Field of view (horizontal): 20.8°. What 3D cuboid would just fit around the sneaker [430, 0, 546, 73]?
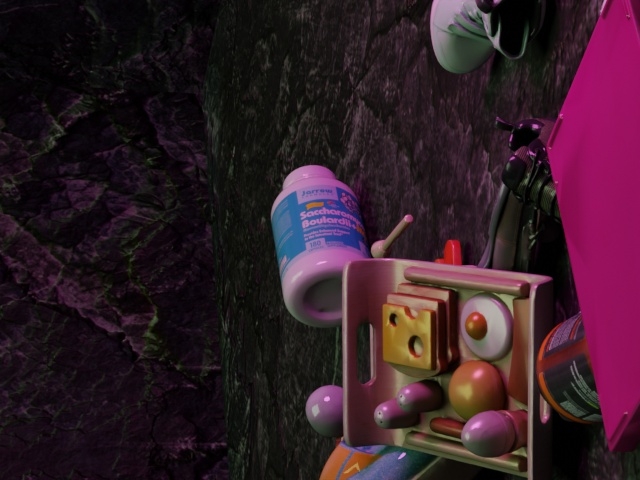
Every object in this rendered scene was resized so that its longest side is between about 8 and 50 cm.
[{"bbox_3d":[0.189,-0.246,2.017,0.256,0.094,0.151,112,163,-52],"label":"sneaker"}]

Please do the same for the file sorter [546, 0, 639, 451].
[{"bbox_3d":[0.299,-0.019,1.274,0.202,0.182,0.290,106,163,-51],"label":"file sorter"}]

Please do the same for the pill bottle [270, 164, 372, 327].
[{"bbox_3d":[0.000,0.000,2.736,0.264,0.146,0.146,-102,19,-46],"label":"pill bottle"}]

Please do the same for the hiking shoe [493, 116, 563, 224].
[{"bbox_3d":[0.236,-0.044,1.726,0.227,0.114,0.086,-104,20,-52],"label":"hiking shoe"}]

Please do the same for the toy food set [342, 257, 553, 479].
[{"bbox_3d":[0.131,0.140,1.881,0.306,0.092,0.219,7,100,50],"label":"toy food set"}]

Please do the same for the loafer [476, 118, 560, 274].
[{"bbox_3d":[0.227,-0.005,1.903,0.096,0.084,0.267,-49,-23,-56],"label":"loafer"}]

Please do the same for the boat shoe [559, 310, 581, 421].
[{"bbox_3d":[0.259,0.118,1.752,0.040,0.049,0.142,-104,18,-53],"label":"boat shoe"}]

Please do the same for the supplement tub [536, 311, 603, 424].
[{"bbox_3d":[0.262,0.111,1.599,0.198,0.106,0.106,135,136,-72],"label":"supplement tub"}]

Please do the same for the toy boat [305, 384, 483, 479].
[{"bbox_3d":[0.065,0.260,2.140,0.148,0.267,0.318,52,172,-10],"label":"toy boat"}]

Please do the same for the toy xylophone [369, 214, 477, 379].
[{"bbox_3d":[0.128,0.095,2.278,0.323,0.081,0.236,148,124,-75],"label":"toy xylophone"}]

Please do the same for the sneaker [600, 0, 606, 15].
[{"bbox_3d":[0.306,-0.179,1.489,0.270,0.090,0.145,133,135,-76],"label":"sneaker"}]
